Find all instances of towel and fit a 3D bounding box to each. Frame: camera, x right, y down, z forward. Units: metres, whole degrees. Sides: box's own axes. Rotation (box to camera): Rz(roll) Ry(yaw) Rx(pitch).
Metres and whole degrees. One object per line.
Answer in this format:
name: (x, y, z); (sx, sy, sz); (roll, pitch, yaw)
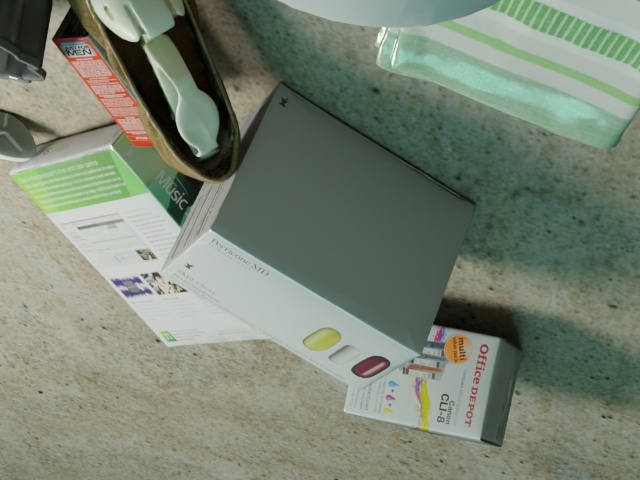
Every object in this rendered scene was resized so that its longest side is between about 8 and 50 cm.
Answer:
towel: (0.190, -0.207, 1.328); (0.248, 0.038, 0.325); (21, 150, 1)

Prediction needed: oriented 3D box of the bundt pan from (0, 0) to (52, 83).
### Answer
bundt pan: (-0.409, -0.267, 1.519); (0.331, 0.124, 0.331); (17, 174, 2)

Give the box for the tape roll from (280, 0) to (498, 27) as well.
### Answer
tape roll: (0.045, -0.292, 1.105); (0.286, 0.286, 0.100); (19, 150, 7)

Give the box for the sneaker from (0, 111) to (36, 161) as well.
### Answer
sneaker: (-0.410, -0.130, 1.894); (0.152, 0.053, 0.061); (21, 159, 15)

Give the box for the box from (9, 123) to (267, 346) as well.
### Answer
box: (-0.204, 0.000, 1.888); (0.232, 0.058, 0.322); (-8, 130, 48)

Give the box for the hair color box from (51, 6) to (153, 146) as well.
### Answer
hair color box: (-0.199, -0.186, 1.618); (0.053, 0.093, 0.167); (1, 143, 32)

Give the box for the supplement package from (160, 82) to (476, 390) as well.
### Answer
supplement package: (0.000, 0.000, 1.667); (0.262, 0.204, 0.145); (31, 148, -13)

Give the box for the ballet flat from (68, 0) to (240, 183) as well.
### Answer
ballet flat: (-0.159, -0.189, 1.504); (0.124, 0.116, 0.342); (49, 164, 55)

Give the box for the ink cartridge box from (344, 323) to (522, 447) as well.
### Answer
ink cartridge box: (0.139, 0.169, 1.881); (0.176, 0.128, 0.127); (9, 172, 20)
